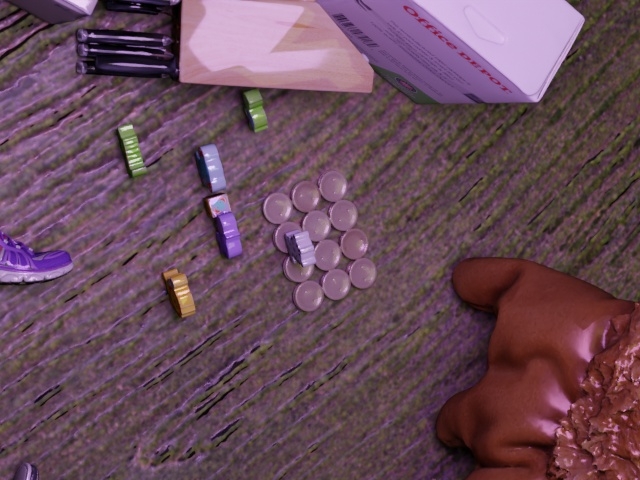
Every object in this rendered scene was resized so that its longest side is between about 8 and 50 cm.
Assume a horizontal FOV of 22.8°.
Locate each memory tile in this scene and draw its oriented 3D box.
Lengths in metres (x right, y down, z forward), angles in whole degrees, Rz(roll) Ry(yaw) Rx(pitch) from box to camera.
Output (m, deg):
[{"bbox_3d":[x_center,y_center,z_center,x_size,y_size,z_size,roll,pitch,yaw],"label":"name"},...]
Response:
[{"bbox_3d":[0.000,0.000,1.838,0.113,0.012,0.148,-24,102,-21],"label":"memory tile"}]

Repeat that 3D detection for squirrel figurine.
[{"bbox_3d":[0.272,0.243,1.768,0.281,0.397,0.370,40,69,-26],"label":"squirrel figurine"}]

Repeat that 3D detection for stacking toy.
[{"bbox_3d":[-0.113,-0.044,1.754,0.167,0.052,0.221,-20,101,-16],"label":"stacking toy"}]

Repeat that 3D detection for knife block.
[{"bbox_3d":[-0.114,-0.199,1.713,0.242,0.088,0.276,-42,104,-3],"label":"knife block"}]

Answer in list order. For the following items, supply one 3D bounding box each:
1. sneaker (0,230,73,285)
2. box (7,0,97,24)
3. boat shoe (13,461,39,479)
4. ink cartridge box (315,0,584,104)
[{"bbox_3d":[-0.340,0.011,1.657,0.170,0.068,0.071,6,85,-24],"label":"sneaker"},{"bbox_3d":[-0.242,-0.388,1.630,0.121,0.148,0.311,26,81,-23],"label":"box"},{"bbox_3d":[-0.314,0.300,1.698,0.038,0.046,0.125,9,93,-24],"label":"boat shoe"},{"bbox_3d":[0.127,-0.248,1.734,0.198,0.273,0.115,36,79,-22],"label":"ink cartridge box"}]
